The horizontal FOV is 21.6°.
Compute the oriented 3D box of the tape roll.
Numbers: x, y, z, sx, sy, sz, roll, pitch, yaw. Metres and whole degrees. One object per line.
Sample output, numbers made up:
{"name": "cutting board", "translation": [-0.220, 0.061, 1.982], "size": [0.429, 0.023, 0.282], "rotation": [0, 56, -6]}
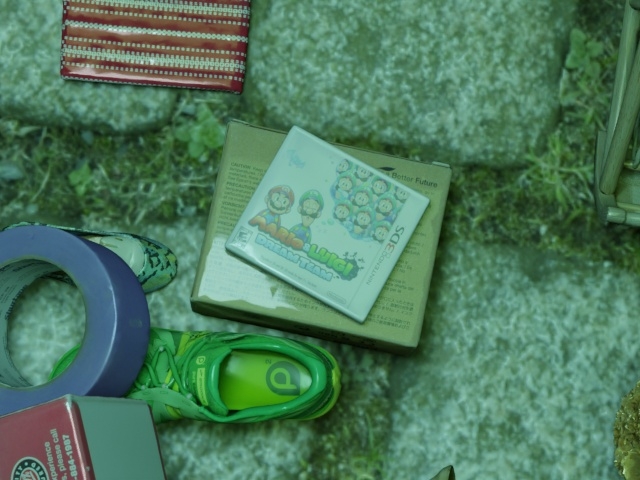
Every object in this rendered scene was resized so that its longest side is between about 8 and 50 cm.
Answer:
{"name": "tape roll", "translation": [-0.265, 0.083, 1.610], "size": [0.189, 0.080, 0.189], "rotation": [-3, 80, 17]}

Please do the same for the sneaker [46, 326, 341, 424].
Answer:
{"name": "sneaker", "translation": [-0.127, 0.130, 1.655], "size": [0.296, 0.123, 0.109], "rotation": [-4, 79, -1]}

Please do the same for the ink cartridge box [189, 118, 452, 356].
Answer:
{"name": "ink cartridge box", "translation": [0.000, 0.000, 1.705], "size": [0.235, 0.088, 0.193], "rotation": [12, 77, 0]}

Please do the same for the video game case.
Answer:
{"name": "video game case", "translation": [0.007, -0.017, 1.654], "size": [0.157, 0.019, 0.143], "rotation": [29, 79, 3]}

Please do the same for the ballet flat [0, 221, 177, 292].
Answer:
{"name": "ballet flat", "translation": [-0.241, 0.017, 1.702], "size": [0.188, 0.070, 0.070], "rotation": [5, 79, -2]}

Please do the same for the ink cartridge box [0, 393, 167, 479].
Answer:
{"name": "ink cartridge box", "translation": [-0.326, 0.323, 1.526], "size": [0.385, 0.160, 0.279], "rotation": [-18, 79, 18]}

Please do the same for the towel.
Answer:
{"name": "towel", "translation": [-0.171, -0.296, 1.783], "size": [0.199, 0.031, 0.274], "rotation": [4, 81, -4]}

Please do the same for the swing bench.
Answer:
{"name": "swing bench", "translation": [0.426, -0.126, 1.706], "size": [0.253, 0.165, 0.254], "rotation": [10, 102, -2]}

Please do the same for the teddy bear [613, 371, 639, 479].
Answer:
{"name": "teddy bear", "translation": [0.443, 0.239, 1.684], "size": [0.338, 0.113, 0.245], "rotation": [6, 86, -9]}

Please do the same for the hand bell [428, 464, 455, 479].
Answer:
{"name": "hand bell", "translation": [0.011, 0.284, 1.660], "size": [0.242, 0.126, 0.126], "rotation": [0, 79, 10]}
